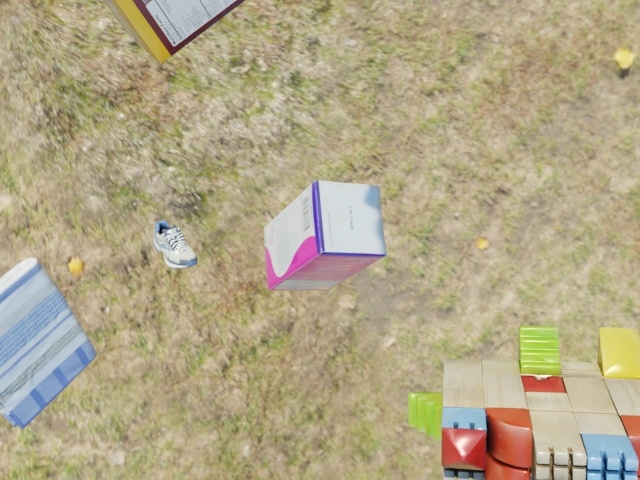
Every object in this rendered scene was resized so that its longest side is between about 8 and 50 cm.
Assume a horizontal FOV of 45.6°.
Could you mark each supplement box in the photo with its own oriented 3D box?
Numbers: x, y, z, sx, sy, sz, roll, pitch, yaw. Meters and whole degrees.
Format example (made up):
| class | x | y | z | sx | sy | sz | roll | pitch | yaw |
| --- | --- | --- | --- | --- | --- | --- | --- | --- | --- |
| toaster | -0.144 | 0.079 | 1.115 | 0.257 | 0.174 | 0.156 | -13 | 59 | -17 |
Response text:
| class | x | y | z | sx | sy | sz | roll | pitch | yaw |
| --- | --- | --- | --- | --- | --- | --- | --- | --- | --- |
| supplement box | 0.000 | 0.000 | 1.180 | 0.114 | 0.220 | 0.111 | 3 | 72 | -25 |
| supplement box | -0.225 | -0.395 | 1.116 | 0.194 | 0.191 | 0.129 | -38 | 134 | -5 |

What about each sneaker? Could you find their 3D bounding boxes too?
| class | x | y | z | sx | sy | sz | roll | pitch | yaw |
| --- | --- | --- | --- | --- | --- | --- | --- | --- | --- |
| sneaker | -0.264 | 0.005 | 1.359 | 0.052 | 0.135 | 0.058 | -20 | 125 | -32 |

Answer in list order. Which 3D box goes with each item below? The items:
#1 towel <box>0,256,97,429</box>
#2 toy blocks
| class | x | y | z | sx | sy | sz | roll | pitch | yaw |
| --- | --- | --- | --- | --- | --- | --- | --- | --- | --- |
| towel | -0.526 | 0.186 | 1.347 | 0.209 | 0.034 | 0.285 | -47 | 142 | -29 |
| toy blocks | 0.282 | 0.232 | 0.862 | 0.381 | 0.261 | 0.191 | 0 | 104 | 11 |
